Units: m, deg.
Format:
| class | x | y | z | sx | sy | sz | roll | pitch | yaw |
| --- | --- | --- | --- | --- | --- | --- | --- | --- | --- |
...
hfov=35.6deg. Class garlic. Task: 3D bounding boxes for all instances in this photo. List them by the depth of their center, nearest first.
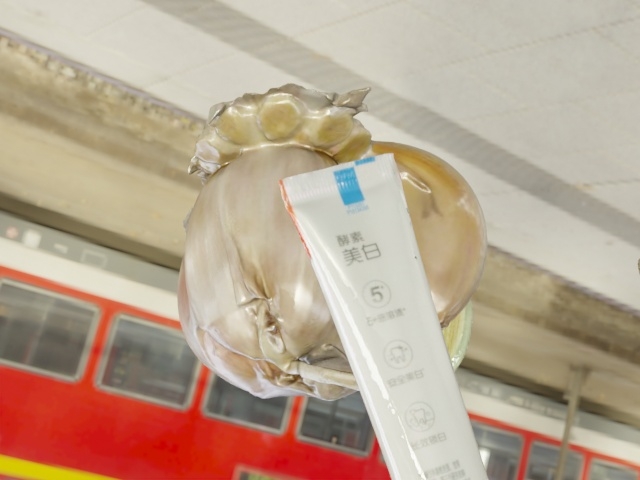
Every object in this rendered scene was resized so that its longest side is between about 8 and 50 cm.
| class | x | y | z | sx | sy | sz | roll | pitch | yaw |
| --- | --- | --- | --- | --- | --- | --- | --- | --- | --- |
| garlic | 0.000 | 0.000 | 0.591 | 0.207 | 0.207 | 0.257 | 17 | -178 | -12 |

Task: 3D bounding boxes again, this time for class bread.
| class | x | y | z | sx | sy | sz | roll | pitch | yaw |
| --- | --- | --- | --- | --- | --- | --- | --- | --- | --- |
| bread | 0.176 | 0.125 | 1.393 | 0.036 | 0.192 | 0.112 | 25 | 143 | -25 |

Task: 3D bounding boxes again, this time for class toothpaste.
| class | x | y | z | sx | sy | sz | roll | pitch | yaw |
| --- | --- | --- | --- | --- | --- | --- | --- | --- | --- |
| toothpaste | 0.034 | 0.061 | 0.362 | 0.048 | 0.190 | 0.031 | -15 | 169 | -14 |

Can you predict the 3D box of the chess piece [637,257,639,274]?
| class | x | y | z | sx | sy | sz | roll | pitch | yaw |
| --- | --- | --- | --- | --- | --- | --- | --- | --- | --- |
| chess piece | 0.433 | 0.142 | 1.045 | 0.137 | 0.300 | 0.137 | -19 | -167 | 5 |
